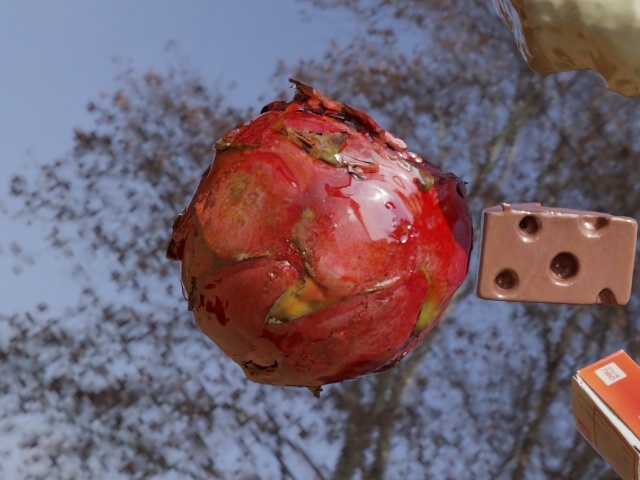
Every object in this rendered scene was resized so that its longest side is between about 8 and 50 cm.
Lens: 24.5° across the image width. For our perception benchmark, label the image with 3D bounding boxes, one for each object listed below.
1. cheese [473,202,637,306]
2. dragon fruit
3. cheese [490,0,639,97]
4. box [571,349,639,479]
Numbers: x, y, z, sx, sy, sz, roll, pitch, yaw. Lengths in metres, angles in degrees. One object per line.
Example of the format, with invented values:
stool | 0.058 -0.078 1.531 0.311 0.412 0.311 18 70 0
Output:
cheese | 0.287 0.008 1.943 0.177 0.203 0.128 -139 -129 -79
dragon fruit | 0.000 0.000 1.506 0.295 0.302 0.295 40 16 -14
cheese | 0.290 -0.271 1.414 0.326 0.318 0.115 9 -41 27
box | 0.443 0.269 2.099 0.182 0.099 0.133 52 -20 43
